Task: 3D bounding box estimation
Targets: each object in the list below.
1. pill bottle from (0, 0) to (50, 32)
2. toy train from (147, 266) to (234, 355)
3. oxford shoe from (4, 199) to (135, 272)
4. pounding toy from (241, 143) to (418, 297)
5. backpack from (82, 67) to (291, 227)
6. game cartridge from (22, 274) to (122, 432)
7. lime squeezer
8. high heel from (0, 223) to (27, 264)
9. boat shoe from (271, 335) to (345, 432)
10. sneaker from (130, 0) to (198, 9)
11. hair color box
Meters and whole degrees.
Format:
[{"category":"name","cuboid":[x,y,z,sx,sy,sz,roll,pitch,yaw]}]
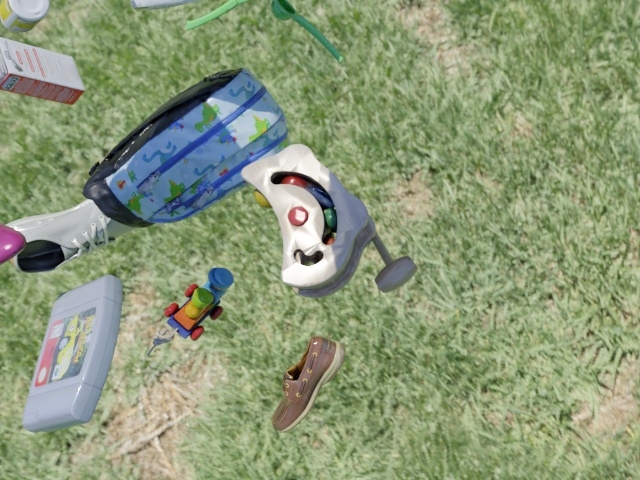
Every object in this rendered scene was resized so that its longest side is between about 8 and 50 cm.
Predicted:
[{"category":"pill bottle","cuboid":[-0.498,-0.385,1.270,0.116,0.065,0.065,-2,59,56]},{"category":"toy train","cuboid":[-0.302,0.167,1.784,0.143,0.105,0.248,-49,-1,40]},{"category":"oxford shoe","cuboid":[-0.621,-0.021,2.014,0.449,0.169,0.130,-19,48,-21]},{"category":"pounding toy","cuboid":[0.000,0.000,1.109,0.154,0.155,0.269,-42,69,-1]},{"category":"backpack","cuboid":[-0.232,-0.179,1.456,0.355,0.273,0.290,-47,5,23]},{"category":"game cartridge","cuboid":[-0.471,0.214,1.470,0.196,0.060,0.294,-18,53,32]},{"category":"lime squeezer","cuboid":[-0.099,-0.415,1.410,0.310,0.059,0.110,14,100,7]},{"category":"high heel","cuboid":[-0.745,-0.035,1.522,0.377,0.181,0.127,-1,35,33]},{"category":"boat shoe","cuboid":[-0.031,0.216,1.164,0.178,0.060,0.064,-57,18,19]},{"category":"sneaker","cuboid":[-0.179,-0.510,1.201,0.322,0.236,0.130,-24,22,-25]},{"category":"hair color box","cuboid":[-0.553,-0.327,1.479,0.053,0.167,0.093,-37,66,28]}]
